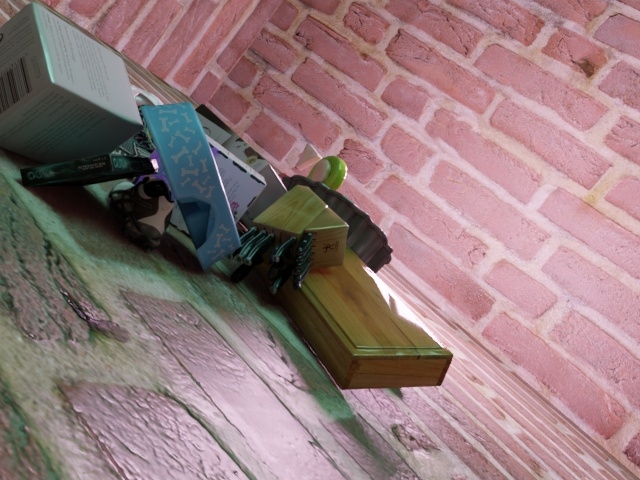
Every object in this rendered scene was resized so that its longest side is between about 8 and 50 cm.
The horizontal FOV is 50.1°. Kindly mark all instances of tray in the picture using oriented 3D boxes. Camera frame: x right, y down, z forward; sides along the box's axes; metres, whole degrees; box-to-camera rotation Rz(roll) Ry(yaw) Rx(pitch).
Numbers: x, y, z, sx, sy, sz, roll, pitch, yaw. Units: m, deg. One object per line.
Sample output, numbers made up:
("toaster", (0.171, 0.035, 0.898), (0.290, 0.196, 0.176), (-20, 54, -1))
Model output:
("tray", (0.044, 0.119, 1.265), (0.203, 0.076, 0.411), (5, 23, -30))

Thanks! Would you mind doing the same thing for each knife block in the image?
("knife block", (-0.085, -0.007, 1.270), (0.242, 0.088, 0.275), (-5, 29, -24))

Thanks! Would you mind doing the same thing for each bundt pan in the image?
("bundt pan", (0.000, 0.000, 1.609), (0.331, 0.124, 0.330), (32, -18, 12))

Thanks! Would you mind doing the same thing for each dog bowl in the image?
("dog bowl", (-0.194, -0.085, 1.060), (0.297, 0.074, 0.166), (80, -15, -47))

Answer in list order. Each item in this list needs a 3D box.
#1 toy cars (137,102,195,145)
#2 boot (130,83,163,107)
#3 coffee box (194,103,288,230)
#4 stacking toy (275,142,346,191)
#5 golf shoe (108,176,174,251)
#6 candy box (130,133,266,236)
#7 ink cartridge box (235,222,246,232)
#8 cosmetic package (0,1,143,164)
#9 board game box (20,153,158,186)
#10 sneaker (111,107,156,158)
("toy cars", (-0.294, -0.237, 1.724), (0.394, 0.176, 0.087), (35, -30, -24))
("boot", (-0.556, -0.398, 1.892), (0.258, 0.095, 0.123), (29, 13, -4))
("coffee box", (-0.197, -0.152, 1.502), (0.297, 0.119, 0.168), (43, -9, 39))
("stacking toy", (-0.090, -0.163, 1.922), (0.130, 0.279, 0.309), (35, 3, -37))
("golf shoe", (-0.270, -0.061, 1.068), (0.077, 0.093, 0.198), (32, 8, -37))
("candy box", (-0.225, -0.102, 1.252), (0.196, 0.164, 0.070), (37, 8, -16))
("ink cartridge box", (-0.253, -0.079, 1.534), (0.189, 0.066, 0.232), (43, -13, 38))
("cosmetic package", (-0.393, -0.216, 1.016), (0.184, 0.151, 0.151), (26, 39, -61))
("board game box", (-0.322, -0.099, 0.981), (0.186, 0.126, 0.026), (-46, 127, -83))
("sneaker", (-0.394, -0.221, 1.401), (0.299, 0.112, 0.121), (44, 9, 35))
